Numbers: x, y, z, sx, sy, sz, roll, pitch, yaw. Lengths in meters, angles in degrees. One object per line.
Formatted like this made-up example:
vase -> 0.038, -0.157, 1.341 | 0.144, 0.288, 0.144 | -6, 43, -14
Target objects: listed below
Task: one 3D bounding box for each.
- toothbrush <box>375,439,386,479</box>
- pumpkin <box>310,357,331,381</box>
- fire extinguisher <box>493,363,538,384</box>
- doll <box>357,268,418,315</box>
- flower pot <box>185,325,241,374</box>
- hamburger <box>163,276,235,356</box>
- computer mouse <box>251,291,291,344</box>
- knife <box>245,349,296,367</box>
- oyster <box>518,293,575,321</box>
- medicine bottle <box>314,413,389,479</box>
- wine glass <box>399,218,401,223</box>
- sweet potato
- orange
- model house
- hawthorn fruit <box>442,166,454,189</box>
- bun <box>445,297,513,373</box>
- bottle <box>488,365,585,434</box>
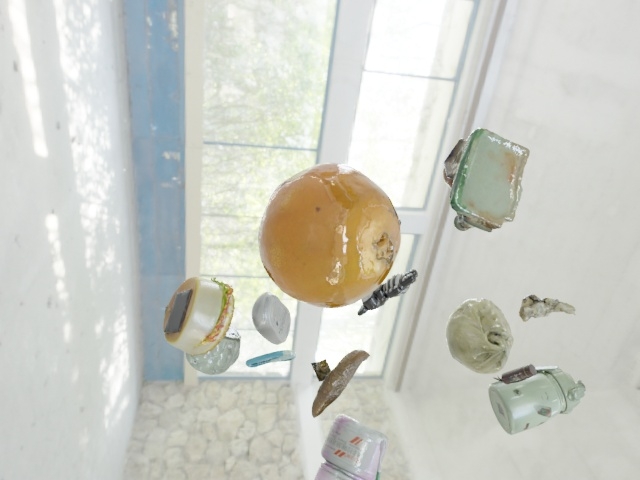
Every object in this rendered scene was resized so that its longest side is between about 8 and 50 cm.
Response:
toothbrush -> 0.195, 0.807, 1.792 | 0.024, 0.018, 0.257 | 18, 81, -64
pumpkin -> 0.004, 0.545, 2.228 | 0.035, 0.073, 0.101 | 16, -53, 71
fire extinguisher -> 0.714, 0.494, 1.924 | 0.158, 0.064, 0.043 | -41, -160, 46
doll -> 0.183, 0.146, 1.501 | 0.219, 0.067, 0.091 | -37, -171, 30
flower pot -> -0.466, 0.458, 2.272 | 0.195, 0.246, 0.246 | -62, -167, 5
hamburger -> -0.422, 0.266, 1.855 | 0.294, 0.179, 0.276 | -18, -128, 47
computer mouse -> -0.226, 0.346, 2.322 | 0.297, 0.121, 0.184 | 63, 30, -59
knife -> -0.190, 0.448, 1.974 | 0.064, 0.222, 0.031 | 51, 32, -35
oyster -> 0.889, 0.264, 2.091 | 0.161, 0.233, 0.107 | 135, -51, -64
medicine bottle -> 0.116, 0.878, 2.097 | 0.301, 0.241, 0.241 | -64, -177, -17
wine glass -> 0.247, -0.078, 2.645 | 0.143, 0.321, 0.143 | 16, 90, -79
sweet potato -> 0.067, 0.567, 2.106 | 0.341, 0.092, 0.114 | -50, 148, -8
orange -> 0.018, -0.009, 1.115 | 0.312, 0.312, 0.312 | -177, -90, -80
model house -> 0.545, -0.195, 1.860 | 0.280, 0.245, 0.312 | 168, -59, -79
hawthorn fruit -> 0.607, -0.286, 2.096 | 0.251, 0.200, 0.199 | 115, -23, -52
bun -> 0.771, 0.458, 2.539 | 0.234, 0.326, 0.361 | 137, -42, -75
bottle -> 0.883, 0.629, 2.142 | 0.229, 0.352, 0.229 | 162, -90, -85
